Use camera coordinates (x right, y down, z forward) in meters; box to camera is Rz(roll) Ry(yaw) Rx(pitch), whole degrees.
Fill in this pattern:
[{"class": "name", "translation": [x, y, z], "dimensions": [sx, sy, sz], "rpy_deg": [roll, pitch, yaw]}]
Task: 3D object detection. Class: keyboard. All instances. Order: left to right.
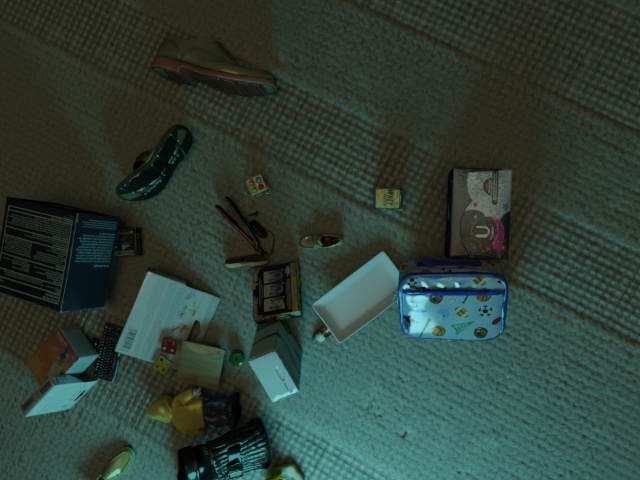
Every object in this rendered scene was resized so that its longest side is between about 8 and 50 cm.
[{"class": "keyboard", "translation": [-0.698, 0.360, 1.653], "dimensions": [0.108, 0.023, 0.180], "rpy_deg": [15, 92, 8]}]

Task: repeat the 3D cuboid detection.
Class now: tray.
[{"class": "tray", "translation": [0.122, 0.166, 1.511], "dimensions": [0.270, 0.030, 0.145], "rpy_deg": [-37, 86, -2]}]

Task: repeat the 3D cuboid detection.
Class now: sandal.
[{"class": "sandal", "translation": [-0.515, -0.241, 1.588], "dimensions": [0.303, 0.120, 0.086], "rpy_deg": [-47, 57, 4]}]

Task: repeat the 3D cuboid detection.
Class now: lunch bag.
[{"class": "lunch bag", "translation": [0.352, 0.159, 1.404], "dimensions": [0.303, 0.115, 0.243], "rpy_deg": [-1, 121, 9]}]

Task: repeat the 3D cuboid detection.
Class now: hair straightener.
[{"class": "hair straightener", "translation": [-0.218, -0.050, 1.565], "dimensions": [0.089, 0.047, 0.230], "rpy_deg": [-42, 85, 7]}]

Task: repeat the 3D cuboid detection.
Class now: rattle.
[{"class": "rattle", "translation": [-0.098, 0.782, 1.516], "dimensions": [0.130, 0.143, 0.200], "rpy_deg": [-11, 83, -10]}]

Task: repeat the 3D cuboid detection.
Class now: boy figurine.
[{"class": "boy figurine", "translation": [-0.392, 0.532, 1.575], "dimensions": [0.285, 0.092, 0.177], "rpy_deg": [-4, 109, 11]}]

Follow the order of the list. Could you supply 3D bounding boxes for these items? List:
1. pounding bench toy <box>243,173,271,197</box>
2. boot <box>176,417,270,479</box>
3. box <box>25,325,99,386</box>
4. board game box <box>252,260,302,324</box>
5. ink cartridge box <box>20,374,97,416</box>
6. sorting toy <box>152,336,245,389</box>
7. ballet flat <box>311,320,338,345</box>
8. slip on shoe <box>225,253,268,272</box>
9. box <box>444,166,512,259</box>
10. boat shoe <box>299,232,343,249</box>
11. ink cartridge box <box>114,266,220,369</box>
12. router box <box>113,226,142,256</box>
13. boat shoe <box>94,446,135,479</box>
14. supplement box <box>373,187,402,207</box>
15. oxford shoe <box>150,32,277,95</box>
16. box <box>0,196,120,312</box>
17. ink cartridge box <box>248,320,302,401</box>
[{"class": "pounding bench toy", "translation": [-0.203, -0.160, 1.552], "dimensions": [0.083, 0.065, 0.052], "rpy_deg": [-24, 87, 8]}, {"class": "boot", "translation": [-0.286, 0.695, 1.540], "dimensions": [0.260, 0.348, 0.131], "rpy_deg": [-14, 48, -28]}, {"class": "box", "translation": [-0.823, 0.377, 1.626], "dimensions": [0.170, 0.091, 0.130], "rpy_deg": [-45, 74, 8]}, {"class": "board game box", "translation": [-0.128, 0.154, 1.514], "dimensions": [0.141, 0.048, 0.170], "rpy_deg": [-9, 56, 7]}, {"class": "ink cartridge box", "translation": [-0.814, 0.478, 1.598], "dimensions": [0.145, 0.179, 0.045], "rpy_deg": [-44, 72, 6]}, {"class": "sorting toy", "translation": [-0.377, 0.380, 1.587], "dimensions": [0.274, 0.046, 0.132], "rpy_deg": [12, 96, 1]}, {"class": "ballet flat", "translation": [0.015, 0.276, 1.539], "dimensions": [0.114, 0.041, 0.041], "rpy_deg": [-44, 85, 7]}, {"class": "slip on shoe", "translation": [-0.225, 0.075, 1.571], "dimensions": [0.135, 0.051, 0.041], "rpy_deg": [-8, 120, 4]}, {"class": "box", "translation": [0.438, -0.072, 1.421], "dimensions": [0.163, 0.142, 0.247], "rpy_deg": [3, 91, 9]}, {"class": "boat shoe", "translation": [0.000, 0.000, 1.535], "dimensions": [0.135, 0.045, 0.050], "rpy_deg": [-9, 89, 8]}, {"class": "ink cartridge box", "translation": [-0.478, 0.252, 1.604], "dimensions": [0.238, 0.060, 0.275], "rpy_deg": [23, 94, -18]}, {"class": "router box", "translation": [-0.635, 0.007, 1.631], "dimensions": [0.122, 0.038, 0.092], "rpy_deg": [-3, 89, 9]}, {"class": "boat shoe", "translation": [-0.668, 0.744, 1.628], "dimensions": [0.068, 0.072, 0.190], "rpy_deg": [39, 96, 6]}, {"class": "supplement box", "translation": [0.196, -0.121, 1.485], "dimensions": [0.083, 0.083, 0.056], "rpy_deg": [2, 92, 7]}, {"class": "oxford shoe", "translation": [-0.311, -0.537, 1.531], "dimensions": [0.396, 0.140, 0.147], "rpy_deg": [15, 86, 6]}, {"class": "box", "translation": [-0.811, 0.040, 1.565], "dimensions": [0.296, 0.182, 0.294], "rpy_deg": [12, 92, 21]}, {"class": "ink cartridge box", "translation": [-0.124, 0.333, 1.458], "dimensions": [0.086, 0.208, 0.153], "rpy_deg": [-25, 105, 8]}]
